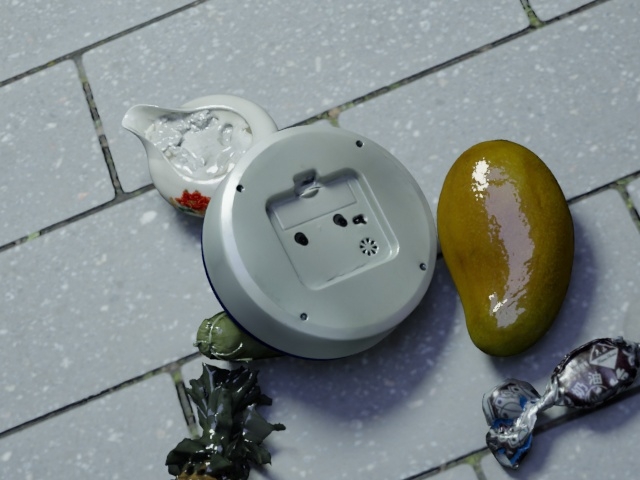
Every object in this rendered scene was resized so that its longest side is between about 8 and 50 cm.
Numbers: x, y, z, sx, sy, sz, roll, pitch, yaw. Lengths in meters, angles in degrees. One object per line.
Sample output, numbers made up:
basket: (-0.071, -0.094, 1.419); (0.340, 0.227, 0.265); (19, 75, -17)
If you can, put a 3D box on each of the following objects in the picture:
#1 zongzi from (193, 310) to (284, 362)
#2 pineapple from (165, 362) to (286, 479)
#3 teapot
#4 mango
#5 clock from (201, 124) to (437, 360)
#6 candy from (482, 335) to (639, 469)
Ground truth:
zongzi: (-0.059, 0.097, 1.695); (0.119, 0.109, 0.055); (3, 92, 13)
pineapple: (-0.104, 0.231, 1.641); (0.125, 0.125, 0.251); (-1, 51, 14)
teapot: (-0.103, -0.087, 1.819); (0.226, 0.092, 0.145); (12, 68, 19)
mango: (0.186, 0.007, 1.687); (0.136, 0.099, 0.227); (-5, 68, 7)
clock: (0.000, 0.000, 1.686); (0.230, 0.083, 0.230); (8, 65, -17)
candy: (0.258, 0.139, 1.621); (0.226, 0.051, 0.094); (-30, 68, -1)
